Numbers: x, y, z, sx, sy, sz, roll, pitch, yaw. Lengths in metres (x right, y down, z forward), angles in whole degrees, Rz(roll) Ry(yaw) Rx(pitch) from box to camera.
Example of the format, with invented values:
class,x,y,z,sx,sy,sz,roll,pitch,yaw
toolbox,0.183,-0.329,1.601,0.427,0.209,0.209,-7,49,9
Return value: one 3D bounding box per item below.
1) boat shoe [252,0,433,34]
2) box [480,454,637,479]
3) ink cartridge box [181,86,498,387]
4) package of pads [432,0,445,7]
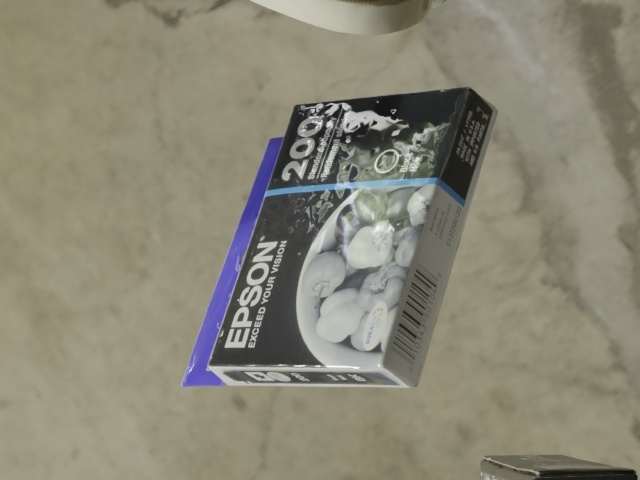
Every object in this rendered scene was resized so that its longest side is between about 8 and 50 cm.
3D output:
class,x,y,z,sx,sy,sz,roll,pitch,yaw
boat shoe,-0.083,-0.213,0.973,0.324,0.116,0.096,21,131,13
box,0.206,0.350,1.517,0.097,0.395,0.318,0,84,-1
ink cartridge box,0.000,0.000,1.150,0.208,0.206,0.045,-5,148,41
package of pads,0.059,-0.337,1.219,0.229,0.296,0.101,24,166,-11
